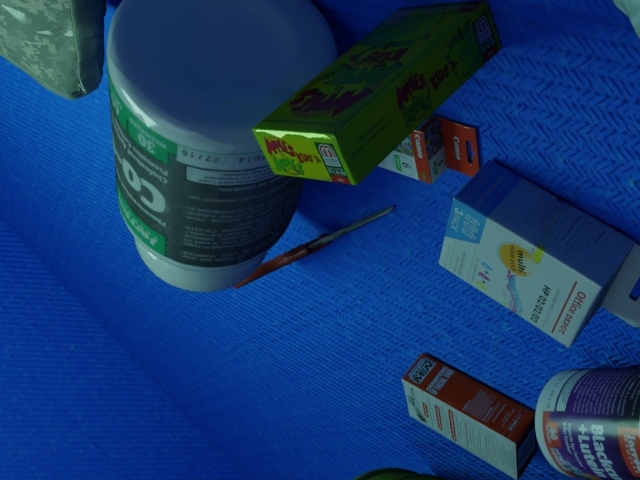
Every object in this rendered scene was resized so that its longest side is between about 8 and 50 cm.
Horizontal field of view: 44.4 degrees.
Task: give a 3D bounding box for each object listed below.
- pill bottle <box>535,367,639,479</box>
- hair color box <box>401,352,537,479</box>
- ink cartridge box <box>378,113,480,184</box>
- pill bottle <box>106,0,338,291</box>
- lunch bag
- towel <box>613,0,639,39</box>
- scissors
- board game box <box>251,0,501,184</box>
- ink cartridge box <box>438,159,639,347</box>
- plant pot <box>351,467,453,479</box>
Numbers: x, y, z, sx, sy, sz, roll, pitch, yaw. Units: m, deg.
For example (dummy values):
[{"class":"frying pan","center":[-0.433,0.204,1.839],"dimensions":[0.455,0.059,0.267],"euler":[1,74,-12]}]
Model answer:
[{"class":"pill bottle","center":[0.296,0.168,0.701],"dimensions":[0.108,0.108,0.193],"euler":[51,153,-11]},{"class":"hair color box","center":[0.188,0.220,0.991],"dimensions":[0.167,0.053,0.093],"euler":[25,148,33]},{"class":"ink cartridge box","center":[0.091,-0.088,0.729],"dimensions":[0.115,0.029,0.063],"euler":[25,146,37]},{"class":"pill bottle","center":[-0.113,-0.091,0.823],"dimensions":[0.204,0.204,0.361],"euler":[41,153,10]},{"class":"lunch bag","center":[-0.333,-0.321,0.866],"dimensions":[0.287,0.169,0.235],"euler":[46,154,9]},{"class":"towel","center":[0.282,-0.092,0.272],"dimensions":[0.374,0.090,0.320],"euler":[59,158,20]},{"class":"scissors","center":[0.000,0.000,0.974],"dimensions":[0.297,0.109,0.021],"euler":[-27,87,38]},{"class":"board game box","center":[0.045,-0.115,0.589],"dimensions":[0.092,0.181,0.043],"euler":[13,138,47]},{"class":"ink cartridge box","center":[0.200,0.022,0.688],"dimensions":[0.181,0.061,0.104],"euler":[34,151,22]},{"class":"plant pot","center":[0.216,0.486,1.039],"dimensions":[0.366,0.366,0.353],"euler":[52,142,-12]}]
